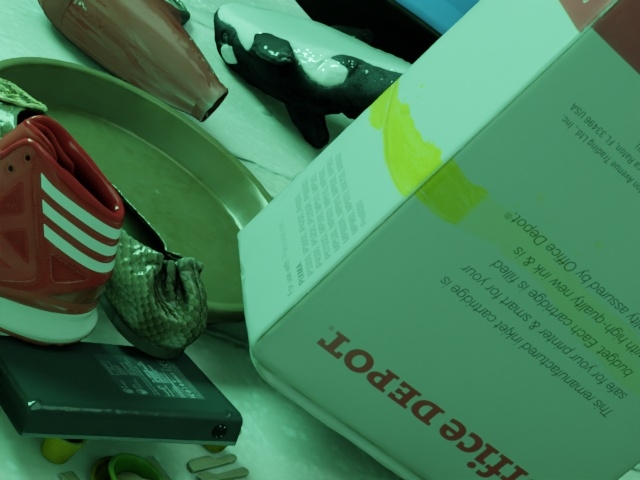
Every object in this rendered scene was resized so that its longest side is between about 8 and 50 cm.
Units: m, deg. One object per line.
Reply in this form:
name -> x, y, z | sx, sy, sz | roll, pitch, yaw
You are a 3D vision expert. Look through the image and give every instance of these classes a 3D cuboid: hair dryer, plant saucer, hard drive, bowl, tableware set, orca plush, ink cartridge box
hair dryer -> -0.160, -0.211, 1.327 | 0.223, 0.080, 0.293 | 14, 33, -42
plant saucer -> -0.139, -0.033, 1.089 | 0.278, 0.041, 0.278 | 29, 26, -15
hard drive -> -0.125, 0.087, 0.868 | 0.135, 0.022, 0.094 | 8, 18, -33
bowl -> 0.114, -0.199, 1.482 | 0.391, 0.077, 0.391 | 38, -4, 3
tableware set -> -0.102, 0.118, 0.893 | 0.104, 0.024, 0.154 | 49, 27, 24
orca plush -> 0.022, -0.137, 1.402 | 0.287, 0.102, 0.151 | 15, 24, 10
ink cartridge box -> 0.169, -0.012, 1.003 | 0.279, 0.385, 0.160 | 39, 19, -25

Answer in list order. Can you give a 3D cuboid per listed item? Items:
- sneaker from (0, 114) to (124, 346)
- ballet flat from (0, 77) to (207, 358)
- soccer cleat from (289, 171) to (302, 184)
sneaker -> -0.217, -0.032, 0.851 | 0.221, 0.128, 0.087 | 18, 25, -16
ballet flat -> -0.149, -0.029, 0.949 | 0.084, 0.058, 0.250 | 0, 43, -53
soccer cleat -> 0.000, 0.000, 1.194 | 0.068, 0.076, 0.196 | 63, -5, -31
